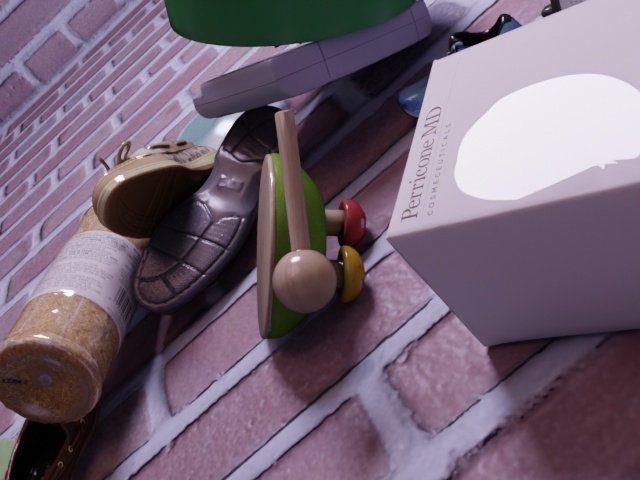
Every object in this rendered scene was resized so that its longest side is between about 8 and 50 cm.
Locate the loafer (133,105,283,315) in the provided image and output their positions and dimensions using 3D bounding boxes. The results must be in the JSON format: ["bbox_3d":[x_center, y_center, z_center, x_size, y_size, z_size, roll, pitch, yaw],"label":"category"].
[{"bbox_3d":[-0.118,-0.029,0.895,0.109,0.095,0.303,24,73,24],"label":"loafer"}]

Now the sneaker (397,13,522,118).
[{"bbox_3d":[0.152,-0.197,0.777,0.162,0.073,0.063,-27,36,25],"label":"sneaker"}]

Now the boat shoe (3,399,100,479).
[{"bbox_3d":[-0.301,0.220,0.793,0.073,0.073,0.207,-5,43,1],"label":"boat shoe"}]

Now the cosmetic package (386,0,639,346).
[{"bbox_3d":[0.245,-0.063,0.447,0.365,0.155,0.197,-14,46,37],"label":"cosmetic package"}]

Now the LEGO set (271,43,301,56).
[{"bbox_3d":[-0.031,-0.320,1.068,0.244,0.060,0.182,-21,14,38],"label":"LEGO set"}]

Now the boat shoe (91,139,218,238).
[{"bbox_3d":[-0.211,-0.076,0.907,0.105,0.089,0.285,-62,-11,17],"label":"boat shoe"}]

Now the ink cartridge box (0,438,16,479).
[{"bbox_3d":[-0.453,0.312,0.858,0.235,0.056,0.171,-16,45,48],"label":"ink cartridge box"}]

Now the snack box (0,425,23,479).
[{"bbox_3d":[-0.372,0.301,0.839,0.064,0.022,0.178,-41,32,9],"label":"snack box"}]

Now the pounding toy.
[{"bbox_3d":[0.000,0.000,0.677,0.237,0.110,0.183,124,146,-74],"label":"pounding toy"}]

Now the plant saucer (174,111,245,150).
[{"bbox_3d":[-0.192,-0.178,1.174,0.195,0.037,0.195,-30,34,23],"label":"plant saucer"}]

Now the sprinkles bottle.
[{"bbox_3d":[-0.282,0.059,0.873,0.121,0.121,0.355,-32,25,19],"label":"sprinkles bottle"}]

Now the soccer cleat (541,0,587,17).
[{"bbox_3d":[0.321,-0.350,0.752,0.143,0.116,0.331,0,53,28],"label":"soccer cleat"}]

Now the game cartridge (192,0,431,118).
[{"bbox_3d":[0.003,-0.234,0.901,0.198,0.062,0.297,3,28,47],"label":"game cartridge"}]

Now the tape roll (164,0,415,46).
[{"bbox_3d":[-0.038,-0.334,0.880,0.321,0.077,0.321,-5,33,4],"label":"tape roll"}]
